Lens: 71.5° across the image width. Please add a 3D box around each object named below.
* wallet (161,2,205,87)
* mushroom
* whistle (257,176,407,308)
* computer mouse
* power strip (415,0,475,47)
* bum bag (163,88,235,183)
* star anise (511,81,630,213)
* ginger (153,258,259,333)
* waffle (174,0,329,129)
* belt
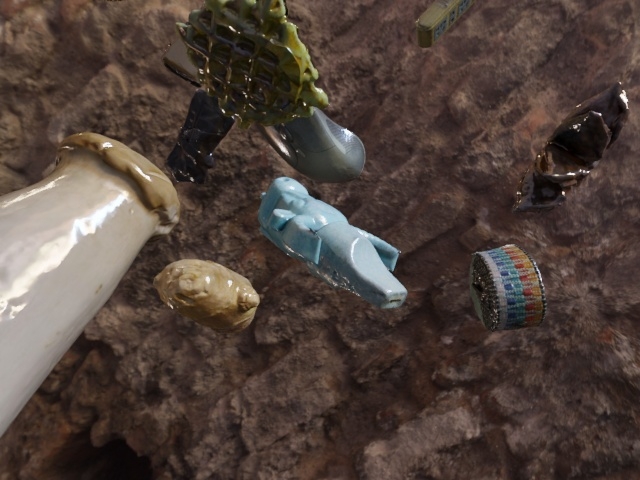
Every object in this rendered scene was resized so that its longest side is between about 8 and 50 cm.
[{"bbox_3d":[-0.252,-0.438,0.979,0.110,0.031,0.198,31,-104,1],"label":"wallet"},{"bbox_3d":[-0.264,0.070,0.320,0.154,0.137,0.407,-2,-140,30],"label":"mushroom"},{"bbox_3d":[0.000,0.000,0.589,0.274,0.186,0.093,38,-72,36],"label":"whistle"},{"bbox_3d":[-0.046,-0.231,1.006,0.167,0.379,0.090,-26,-136,39],"label":"computer mouse"},{"bbox_3d":[0.407,-0.690,1.218,0.066,0.092,0.387,43,-91,20],"label":"power strip"},{"bbox_3d":[-0.357,-0.295,1.313,0.137,0.074,0.310,30,-59,-10],"label":"bum bag"},{"bbox_3d":[0.531,-0.179,0.949,0.117,0.332,0.331,34,-79,13],"label":"star anise"},{"bbox_3d":[-0.208,0.123,0.924,0.190,0.354,0.126,2,-106,4],"label":"ginger"},{"bbox_3d":[-0.112,-0.266,0.687,0.204,0.223,0.054,1,-129,30],"label":"waffle"},{"bbox_3d":[0.478,0.126,1.157,0.150,0.257,0.207,-6,-78,6],"label":"belt"}]
